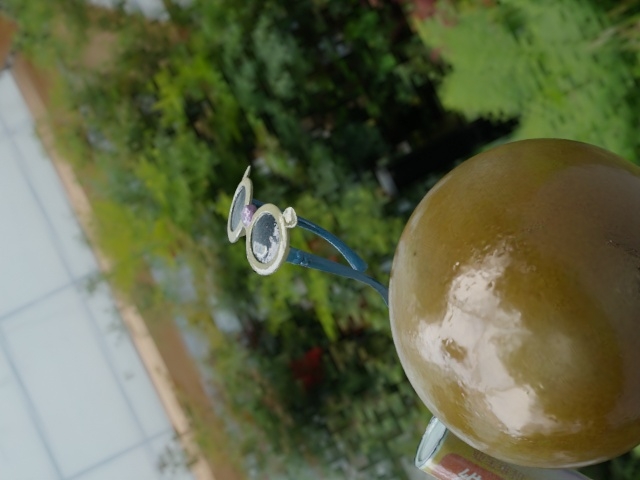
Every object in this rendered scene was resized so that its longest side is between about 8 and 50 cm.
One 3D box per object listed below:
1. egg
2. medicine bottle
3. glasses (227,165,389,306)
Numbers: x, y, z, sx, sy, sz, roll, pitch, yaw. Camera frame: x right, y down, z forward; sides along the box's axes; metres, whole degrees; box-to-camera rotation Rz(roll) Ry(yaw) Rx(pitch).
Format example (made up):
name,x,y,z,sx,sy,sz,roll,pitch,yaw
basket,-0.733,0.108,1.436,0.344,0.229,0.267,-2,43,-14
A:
name,x,y,z,sx,sy,sz,roll,pitch,yaw
egg,0.200,0.054,1.428,0.283,0.282,0.351,63,-173,-10
medicine bottle,0.320,0.340,2.022,0.426,0.108,0.108,28,-174,-6
glasses,-0.017,0.025,1.964,0.220,0.088,0.189,39,-177,-30
